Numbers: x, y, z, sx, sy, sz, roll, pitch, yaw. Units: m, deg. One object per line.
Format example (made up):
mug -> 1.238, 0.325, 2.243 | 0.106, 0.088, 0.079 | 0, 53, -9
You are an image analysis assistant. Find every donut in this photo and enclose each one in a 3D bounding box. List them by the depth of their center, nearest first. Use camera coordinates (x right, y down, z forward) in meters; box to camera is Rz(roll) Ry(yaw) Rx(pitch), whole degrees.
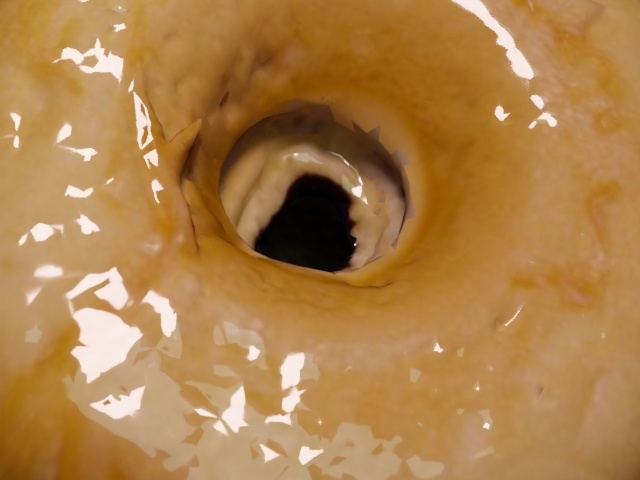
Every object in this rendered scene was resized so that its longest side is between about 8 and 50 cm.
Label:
donut -> 0.000, 0.000, 0.665 | 0.448, 0.198, 0.449 | 4, 62, -8
